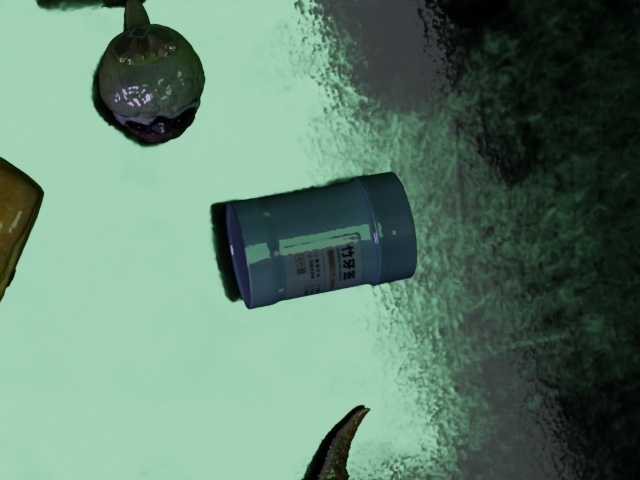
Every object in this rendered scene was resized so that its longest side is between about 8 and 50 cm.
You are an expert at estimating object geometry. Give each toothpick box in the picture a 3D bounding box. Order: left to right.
[{"bbox_3d":[0.000,0.000,1.317,0.153,0.101,0.101,-11,93,-10],"label":"toothpick box"}]

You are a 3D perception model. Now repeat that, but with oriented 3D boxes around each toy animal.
[{"bbox_3d":[-0.152,-0.147,1.300,0.098,0.137,0.098,-9,133,-10],"label":"toy animal"}]

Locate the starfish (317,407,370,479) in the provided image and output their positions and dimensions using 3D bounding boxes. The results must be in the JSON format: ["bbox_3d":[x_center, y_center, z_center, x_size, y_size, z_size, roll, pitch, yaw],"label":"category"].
[{"bbox_3d":[0.010,0.272,1.349,0.213,0.057,0.238,7,90,-19],"label":"starfish"}]

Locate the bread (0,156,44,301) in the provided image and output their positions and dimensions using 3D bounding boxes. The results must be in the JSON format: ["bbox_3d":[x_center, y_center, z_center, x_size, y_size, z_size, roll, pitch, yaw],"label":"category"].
[{"bbox_3d":[-0.369,-0.010,1.223,0.235,0.099,0.210,26,84,-27],"label":"bread"}]
